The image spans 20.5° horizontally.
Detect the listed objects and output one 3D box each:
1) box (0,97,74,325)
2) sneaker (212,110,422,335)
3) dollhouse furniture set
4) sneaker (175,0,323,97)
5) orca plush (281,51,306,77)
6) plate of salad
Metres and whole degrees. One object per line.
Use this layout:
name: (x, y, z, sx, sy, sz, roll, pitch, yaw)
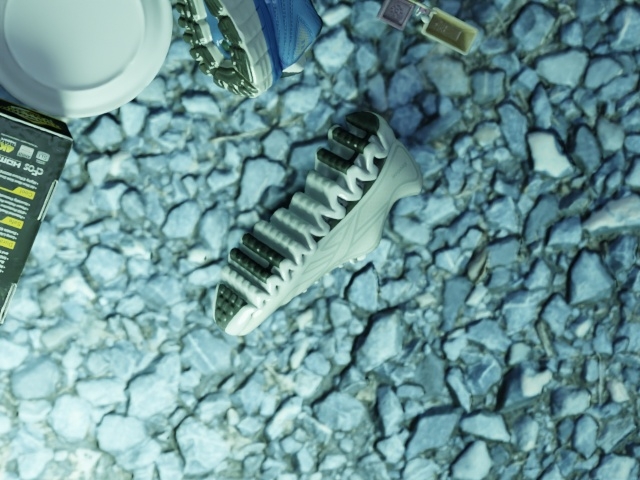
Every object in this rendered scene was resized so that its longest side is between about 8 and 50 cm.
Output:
box: (-0.440, -0.047, 1.764, 0.322, 0.079, 0.257, 19, 103, -20)
sneaker: (0.000, 0.000, 1.951, 0.292, 0.110, 0.118, -49, 126, 1)
dollhouse furniture set: (0.140, -0.252, 1.923, 0.114, 0.081, 0.091, 24, 99, -26)
sneaker: (-0.089, -0.309, 1.676, 0.147, 0.129, 0.330, -38, 123, -29)
orca plush: (-0.123, -0.267, 1.806, 0.102, 0.151, 0.287, -14, 147, 25)
plate of salad: (-0.251, -0.225, 1.805, 0.199, 0.048, 0.200, -3, 108, -9)
